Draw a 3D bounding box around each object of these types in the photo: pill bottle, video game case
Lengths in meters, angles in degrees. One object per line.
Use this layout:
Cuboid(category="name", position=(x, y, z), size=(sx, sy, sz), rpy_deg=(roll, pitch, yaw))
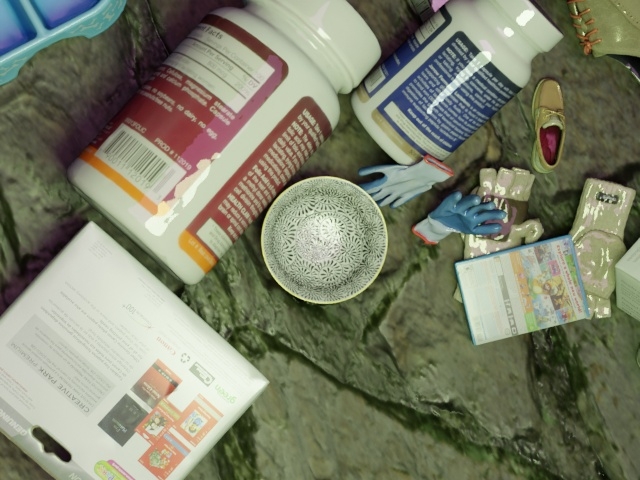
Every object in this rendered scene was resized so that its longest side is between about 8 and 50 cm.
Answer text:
Cuboid(category="pill bottle", position=(-0.118, -0.155, 1.706), size=(0.224, 0.224, 0.392), rpy_deg=(42, 82, -6))
Cuboid(category="pill bottle", position=(0.180, -0.223, 1.751), size=(0.265, 0.153, 0.153), rpy_deg=(-42, 96, 17))
Cuboid(category="video game case", position=(0.278, 0.068, 1.841), size=(0.166, 0.015, 0.119), rpy_deg=(-14, 94, -1))

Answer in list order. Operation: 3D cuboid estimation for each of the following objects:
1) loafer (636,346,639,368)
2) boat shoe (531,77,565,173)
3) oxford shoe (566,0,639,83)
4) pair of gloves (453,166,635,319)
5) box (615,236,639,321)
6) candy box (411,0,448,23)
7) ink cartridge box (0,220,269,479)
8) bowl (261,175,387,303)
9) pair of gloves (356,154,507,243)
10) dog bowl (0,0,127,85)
Cuboid(category="loafer", position=(0.584, 0.242, 1.876), size=(0.111, 0.112, 0.319), rpy_deg=(-42, 95, 0))
Cuboid(category="boat shoe", position=(0.325, -0.163, 1.873), size=(0.050, 0.045, 0.135), rpy_deg=(1, 89, -10))
Cuboid(category="oxford shoe", position=(0.392, -0.324, 1.837), size=(0.348, 0.123, 0.130), rpy_deg=(35, 88, -16))
Cuboid(category="pair of gloves", position=(0.310, 0.004, 1.867), size=(0.240, 0.042, 0.204), rpy_deg=(6, 93, -3))
Cuboid(category="box", position=(0.528, 0.049, 1.817), size=(0.182, 0.119, 0.181), rpy_deg=(36, 72, 30))
Cuboid(category="candy box", position=(0.177, -0.417, 1.840), size=(0.159, 0.071, 0.233), rpy_deg=(-29, 94, -10))
Cuboid(category="ink cartridge box", position=(-0.273, 0.175, 1.718), size=(0.309, 0.130, 0.272), rpy_deg=(43, 83, -6))
Cuboid(category="bowl", position=(0.000, 0.000, 1.795), size=(0.170, 0.080, 0.170), rpy_deg=(0, 89, -9))
Cuboid(category="pair of gloves", position=(0.143, -0.051, 1.771), size=(0.198, 0.159, 0.023), rpy_deg=(31, 58, -26))
Cuboid(category="dog bowl", position=(-0.391, -0.315, 1.738), size=(0.297, 0.074, 0.166), rpy_deg=(-30, 94, -9))
